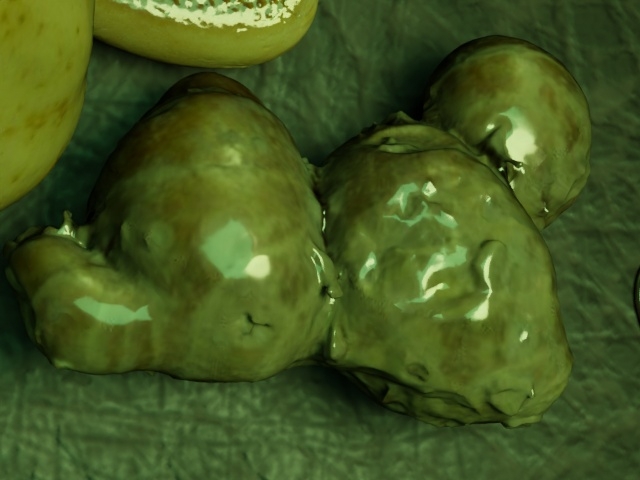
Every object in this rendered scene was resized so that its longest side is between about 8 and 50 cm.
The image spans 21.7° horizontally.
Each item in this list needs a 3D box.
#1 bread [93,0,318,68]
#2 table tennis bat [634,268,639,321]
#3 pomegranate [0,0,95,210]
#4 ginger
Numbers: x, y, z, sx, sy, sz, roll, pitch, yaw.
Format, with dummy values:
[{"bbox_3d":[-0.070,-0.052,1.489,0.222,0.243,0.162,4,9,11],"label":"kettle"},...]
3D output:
[{"bbox_3d":[-0.092,-0.167,1.026,0.189,0.077,0.114,10,99,-14],"label":"bread"},{"bbox_3d":[0.268,0.074,1.146,0.087,0.013,0.156,-19,89,-20],"label":"table tennis bat"},{"bbox_3d":[-0.263,-0.137,0.856,0.343,0.342,0.342,2,83,-18],"label":"pomegranate"},{"bbox_3d":[0.000,0.000,0.993,0.375,0.176,0.256,-5,67,-17],"label":"ginger"}]
